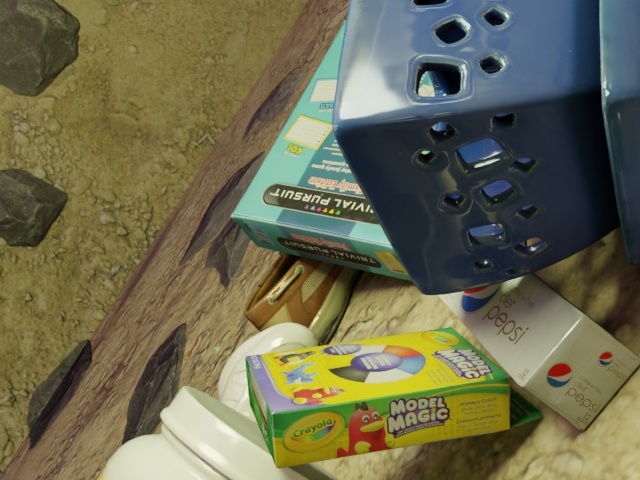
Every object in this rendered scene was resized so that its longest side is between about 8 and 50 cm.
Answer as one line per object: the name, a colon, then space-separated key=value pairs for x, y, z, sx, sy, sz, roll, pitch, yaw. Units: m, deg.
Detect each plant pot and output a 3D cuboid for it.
plant pot: x=0.155 y=-0.113 z=0.699 sx=0.212 sy=0.236 sz=0.235 roll=-3 pitch=57 yaw=22

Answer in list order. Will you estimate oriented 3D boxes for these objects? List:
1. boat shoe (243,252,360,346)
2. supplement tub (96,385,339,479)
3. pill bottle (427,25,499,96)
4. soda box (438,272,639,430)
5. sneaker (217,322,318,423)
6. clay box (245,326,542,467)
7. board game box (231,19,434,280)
boat shoe: x=0.000 y=0.000 z=1.236 sx=0.123 sy=0.120 sz=0.323 roll=-27 pitch=33 yaw=54
supplement tub: x=-0.126 y=0.320 z=0.792 sx=0.331 sy=0.241 sz=0.241 roll=-57 pitch=19 yaw=-7
pill bottle: x=0.235 y=-0.174 z=0.904 sx=0.278 sy=0.162 sz=0.162 roll=-41 pitch=23 yaw=34
soda box: x=0.173 y=0.069 z=0.773 sx=0.074 sy=0.069 sz=0.216 roll=-51 pitch=19 yaw=6
sneaker: x=-0.081 y=0.242 z=1.073 sx=0.305 sy=0.114 sz=0.152 roll=-58 pitch=32 yaw=1
clay box: x=0.058 y=0.123 z=0.763 sx=0.127 sy=0.222 sz=0.053 roll=-137 pitch=41 yaw=-71
board game box: x=0.076 y=-0.126 z=1.157 sx=0.254 sy=0.079 sz=0.336 roll=12 pitch=64 yaw=36
